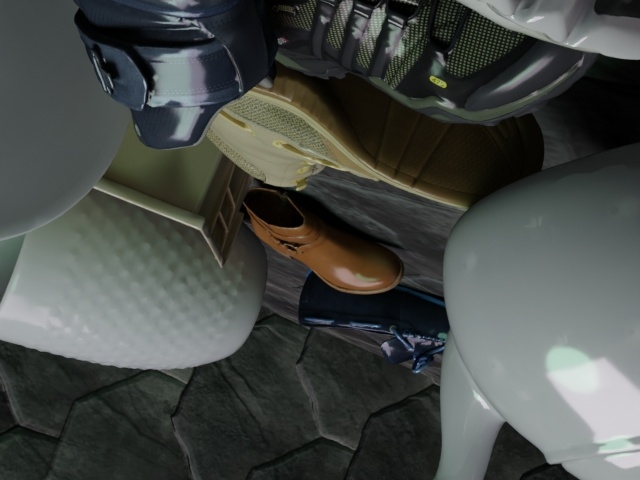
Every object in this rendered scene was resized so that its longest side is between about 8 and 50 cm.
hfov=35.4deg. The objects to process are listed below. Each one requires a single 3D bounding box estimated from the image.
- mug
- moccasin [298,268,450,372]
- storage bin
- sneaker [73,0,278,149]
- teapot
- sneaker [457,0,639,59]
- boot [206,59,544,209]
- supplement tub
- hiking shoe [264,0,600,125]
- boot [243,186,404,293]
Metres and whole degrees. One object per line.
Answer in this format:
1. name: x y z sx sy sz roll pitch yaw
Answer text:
1. mug: -0.262 0.012 1.391 0.328 0.276 0.374 18 -157 -23
2. moccasin: 0.127 0.139 1.537 0.341 0.117 0.138 17 169 25
3. storage bin: -0.206 -0.089 1.016 0.262 0.123 0.260 21 170 3
4. sneaker: -0.112 -0.133 0.484 0.226 0.086 0.163 31 154 36
5. teapot: 0.198 0.060 0.553 0.252 0.187 0.256 -4 164 -19
6. sneaker: 0.001 -0.155 0.317 0.292 0.110 0.118 31 178 -12
7. boot: 0.013 -0.079 0.676 0.261 0.095 0.203 23 170 6
8. supplement tub: -0.283 -0.118 0.662 0.235 0.236 0.324 29 170 -37
9. hiking shoe: 0.024 -0.117 0.472 0.226 0.086 0.114 14 171 42
10. boot: 0.000 0.000 1.211 0.197 0.073 0.152 16 165 17
